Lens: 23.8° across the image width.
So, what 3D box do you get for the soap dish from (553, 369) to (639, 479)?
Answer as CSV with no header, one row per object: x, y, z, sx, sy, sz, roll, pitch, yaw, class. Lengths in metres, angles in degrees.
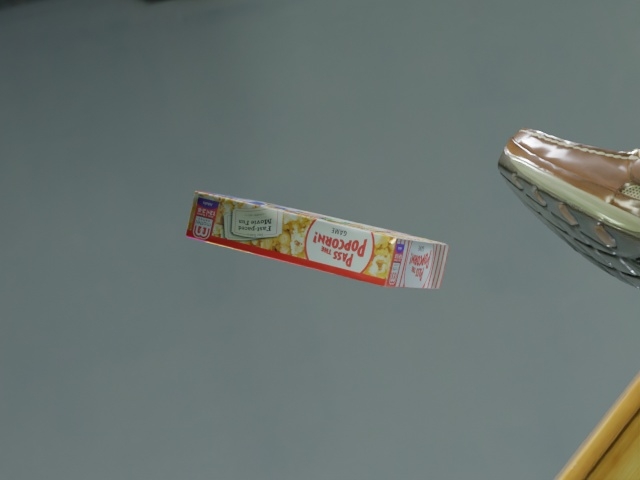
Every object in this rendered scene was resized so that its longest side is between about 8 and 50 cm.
0.326,0.255,1.405,0.229,0.291,0.118,34,164,25,soap dish

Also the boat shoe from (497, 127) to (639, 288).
0.296,-0.017,1.179,0.324,0.120,0.122,28,169,29,boat shoe

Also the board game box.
0.000,0.000,1.355,0.147,0.193,0.045,7,-84,-67,board game box
